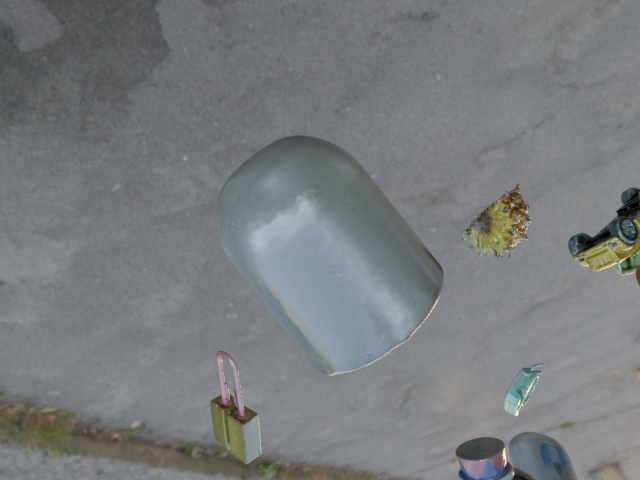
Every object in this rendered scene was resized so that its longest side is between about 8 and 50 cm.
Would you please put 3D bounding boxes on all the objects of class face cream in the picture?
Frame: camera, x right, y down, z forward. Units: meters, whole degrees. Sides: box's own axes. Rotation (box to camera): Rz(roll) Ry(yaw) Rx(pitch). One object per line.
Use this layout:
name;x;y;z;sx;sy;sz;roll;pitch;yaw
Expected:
face cream;0.423;0.506;1.223;0.163;0.336;0.080;32;124;-31

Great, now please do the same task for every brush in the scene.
brush;-0.167;0.306;1.346;0.047;0.103;0.233;-26;126;-38

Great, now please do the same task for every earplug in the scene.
earplug;0.000;0.000;1.300;0.313;0.312;0.394;-31;107;19

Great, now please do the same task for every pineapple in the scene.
pineapple;0.451;-0.024;1.737;0.079;0.135;0.233;-26;162;-27

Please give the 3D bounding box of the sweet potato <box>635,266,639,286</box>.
sweet potato;0.503;-0.011;0.866;0.109;0.109;0.385;-9;151;-14

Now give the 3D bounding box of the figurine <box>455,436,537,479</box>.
figurine;0.244;0.394;0.953;0.161;0.158;0.275;8;124;25

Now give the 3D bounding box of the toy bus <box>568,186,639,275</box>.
toy bus;0.605;-0.033;1.303;0.335;0.123;0.121;-33;177;-33

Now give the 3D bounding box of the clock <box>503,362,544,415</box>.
clock;0.493;0.352;1.707;0.135;0.041;0.101;-49;149;-22
